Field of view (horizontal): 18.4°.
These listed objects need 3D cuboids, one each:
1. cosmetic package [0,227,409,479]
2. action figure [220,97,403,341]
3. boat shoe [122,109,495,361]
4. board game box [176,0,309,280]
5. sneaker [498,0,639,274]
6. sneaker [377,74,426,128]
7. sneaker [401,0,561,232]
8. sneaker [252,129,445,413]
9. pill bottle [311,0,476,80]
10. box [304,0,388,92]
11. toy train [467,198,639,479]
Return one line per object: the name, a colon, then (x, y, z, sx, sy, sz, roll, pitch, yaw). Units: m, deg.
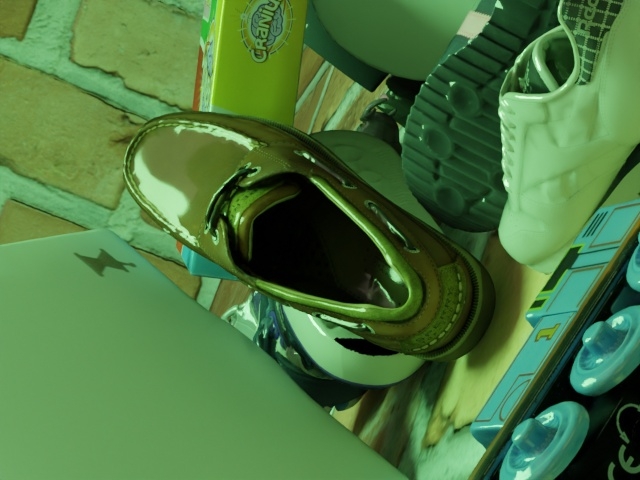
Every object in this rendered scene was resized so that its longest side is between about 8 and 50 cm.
cosmetic package: (-0.213, 0.251, 1.354, 0.327, 0.329, 0.394, -10, -49, -52)
action figure: (0.000, 0.000, 1.746, 0.185, 0.099, 0.285, -5, -55, -54)
boat shoe: (-0.026, -0.019, 1.326, 0.104, 0.307, 0.111, 18, -85, -59)
board game box: (-0.058, -0.136, 1.544, 0.242, 0.064, 0.317, -149, 66, -82)
sneaker: (0.136, -0.062, 1.074, 0.235, 0.094, 0.090, 119, 168, -57)
sneaker: (0.098, -0.150, 1.735, 0.077, 0.072, 0.178, -59, 11, -10)
sneaker: (0.154, -0.141, 1.237, 0.131, 0.112, 0.319, -46, -12, -48)
sneaker: (0.017, 0.084, 1.526, 0.323, 0.130, 0.236, -100, 16, -58)
pill bottle: (0.108, -0.313, 1.558, 0.204, 0.204, 0.361, 121, 165, -53)
box: (0.078, -0.254, 1.751, 0.207, 0.108, 0.153, -51, -1, -46)
toy train: (0.115, 0.061, 0.779, 0.184, 0.080, 0.105, -55, 15, -21)
